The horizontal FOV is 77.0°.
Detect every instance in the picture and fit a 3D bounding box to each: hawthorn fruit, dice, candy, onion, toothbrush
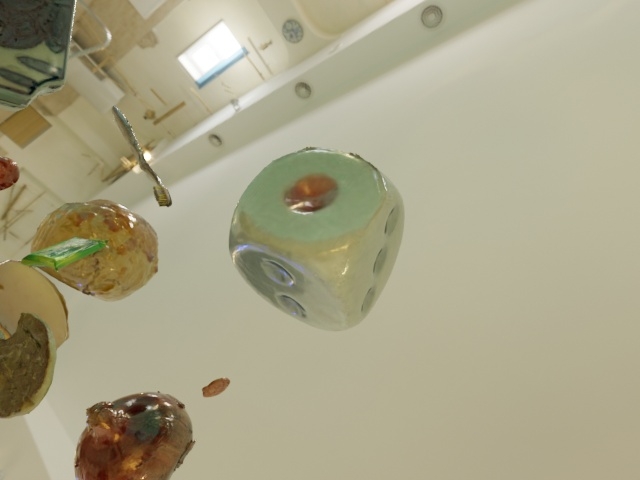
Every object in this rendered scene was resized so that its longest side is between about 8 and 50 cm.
[{"bbox_3d":[-0.757,-0.162,0.935,0.093,0.093,0.093,-28,-148,19],"label":"hawthorn fruit"},{"bbox_3d":[0.000,0.000,0.805,0.265,0.262,0.268,19,-124,25],"label":"dice"},{"bbox_3d":[-0.641,0.027,1.022,0.102,0.032,0.178,11,-159,10],"label":"candy"},{"bbox_3d":[-0.582,0.642,1.275,0.354,0.353,0.353,-28,-148,19],"label":"onion"},{"bbox_3d":[-0.514,-0.246,1.137,0.035,0.042,0.413,-49,-116,29],"label":"toothbrush"}]

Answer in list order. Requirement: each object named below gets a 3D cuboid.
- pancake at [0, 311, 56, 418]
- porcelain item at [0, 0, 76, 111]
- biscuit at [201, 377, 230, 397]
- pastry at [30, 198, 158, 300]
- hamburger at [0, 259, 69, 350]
[{"bbox_3d":[-0.752,0.310,0.999,0.254,0.037,0.253,-3,-103,15],"label":"pancake"},{"bbox_3d":[-0.588,-0.388,0.678,0.157,0.282,0.285,4,-95,42],"label":"porcelain item"},{"bbox_3d":[-0.305,0.429,1.167,0.091,0.078,0.015,-54,-130,27],"label":"biscuit"},{"bbox_3d":[-0.734,0.022,1.358,0.389,0.388,0.312,3,-120,50],"label":"pastry"},{"bbox_3d":[-1.086,0.279,1.338,0.278,0.395,0.395,-28,-150,-3],"label":"hamburger"}]
